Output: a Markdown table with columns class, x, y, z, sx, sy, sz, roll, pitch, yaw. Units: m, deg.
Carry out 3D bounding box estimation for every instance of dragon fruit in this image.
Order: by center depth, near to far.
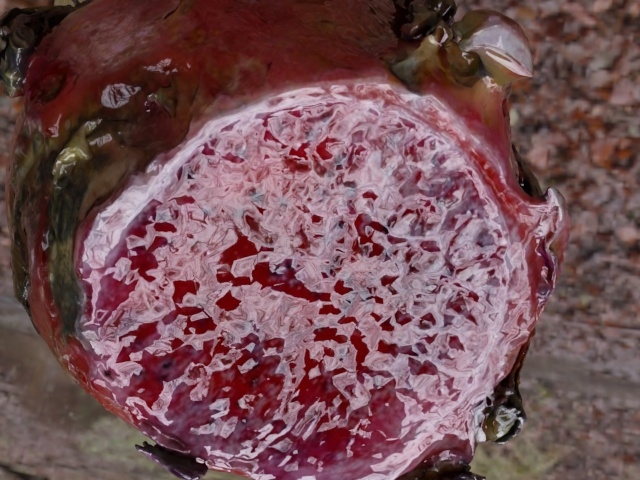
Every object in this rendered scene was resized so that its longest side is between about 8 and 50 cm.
| class | x | y | z | sx | sy | sz | roll | pitch | yaw |
| --- | --- | --- | --- | --- | --- | --- | --- | --- | --- |
| dragon fruit | 0.000 | 0.000 | 0.381 | 0.282 | 0.211 | 0.147 | 37 | 179 | -24 |

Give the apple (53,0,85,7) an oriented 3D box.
| class | x | y | z | sx | sy | sz | roll | pitch | yaw |
| --- | --- | --- | --- | --- | --- | --- | --- | --- | --- |
| apple | -0.189 | -0.308 | 0.908 | 0.295 | 0.233 | 0.258 | 65 | 159 | -12 |
